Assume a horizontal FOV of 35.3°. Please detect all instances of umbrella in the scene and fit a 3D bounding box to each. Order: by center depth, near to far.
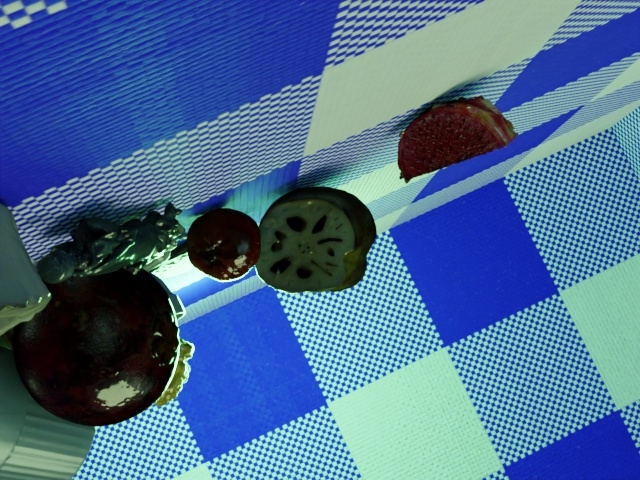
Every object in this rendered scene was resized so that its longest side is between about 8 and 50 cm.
[{"bbox_3d":[-0.334,0.007,1.574,0.143,0.094,0.349,-48,172,19],"label":"umbrella"}]

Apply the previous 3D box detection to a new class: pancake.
[{"bbox_3d":[-0.262,0.021,2.266,0.286,0.033,0.288,-32,172,35],"label":"pancake"}]

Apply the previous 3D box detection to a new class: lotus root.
[{"bbox_3d":[0.000,0.000,2.182,0.250,0.250,0.346,-27,173,13],"label":"lotus root"}]

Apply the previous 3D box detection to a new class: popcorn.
[{"bbox_3d":[-0.352,0.277,2.197,0.180,0.170,0.180,-13,158,-5],"label":"popcorn"}]

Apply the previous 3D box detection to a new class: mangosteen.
[{"bbox_3d":[-0.425,0.181,1.806,0.359,0.306,0.306,-6,-179,23],"label":"mangosteen"}]

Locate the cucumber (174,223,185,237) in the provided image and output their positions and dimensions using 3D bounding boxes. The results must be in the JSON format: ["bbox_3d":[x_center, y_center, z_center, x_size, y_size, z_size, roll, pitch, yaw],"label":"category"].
[{"bbox_3d":[-0.307,-0.005,1.857,0.107,0.035,0.067,-23,-173,32],"label":"cucumber"}]

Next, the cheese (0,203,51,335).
[{"bbox_3d":[-0.504,0.074,1.214,0.292,0.153,0.332,-28,172,24],"label":"cheese"}]

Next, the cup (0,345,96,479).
[{"bbox_3d":[-0.630,0.344,1.880,0.331,0.257,0.311,-36,142,23],"label":"cup"}]

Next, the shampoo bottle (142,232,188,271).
[{"bbox_3d":[-0.332,0.030,1.938,0.195,0.056,0.056,-27,173,21],"label":"shampoo bottle"}]

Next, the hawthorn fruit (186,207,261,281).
[{"bbox_3d":[-0.179,0.002,1.961,0.148,0.148,0.172,-29,-175,27],"label":"hawthorn fruit"}]

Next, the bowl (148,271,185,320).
[{"bbox_3d":[-0.438,0.148,2.091,0.287,0.144,0.287,-26,173,-3],"label":"bowl"}]

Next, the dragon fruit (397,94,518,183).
[{"bbox_3d":[0.263,-0.221,1.980,0.274,0.126,0.161,-19,-170,42],"label":"dragon fruit"}]

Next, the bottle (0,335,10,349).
[{"bbox_3d":[-0.684,0.217,2.027,0.201,0.072,0.072,-24,174,-4],"label":"bottle"}]
